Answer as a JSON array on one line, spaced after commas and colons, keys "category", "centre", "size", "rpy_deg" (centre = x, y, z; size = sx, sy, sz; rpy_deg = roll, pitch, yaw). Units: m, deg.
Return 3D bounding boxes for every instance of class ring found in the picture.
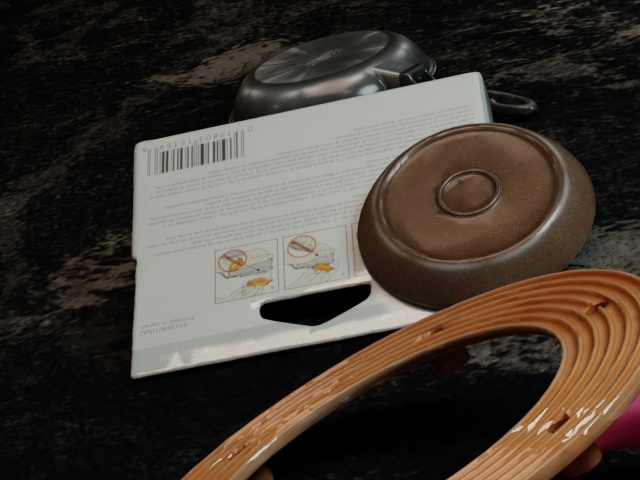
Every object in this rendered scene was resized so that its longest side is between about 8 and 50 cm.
[{"category": "ring", "centre": [0.038, 0.117, 1.051], "size": [0.336, 0.032, 0.336], "rpy_deg": [-29, 13, 7]}]

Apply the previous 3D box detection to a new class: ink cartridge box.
[{"category": "ink cartridge box", "centre": [0.000, 0.000, 1.423], "size": [0.275, 0.060, 0.239], "rpy_deg": [-11, 47, 9]}]

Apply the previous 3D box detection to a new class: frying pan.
[{"category": "frying pan", "centre": [0.031, -0.130, 1.728], "size": [0.197, 0.053, 0.326], "rpy_deg": [-23, 20, -15]}]

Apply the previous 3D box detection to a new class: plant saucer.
[{"category": "plant saucer", "centre": [0.104, -0.025, 1.352], "size": [0.168, 0.029, 0.168], "rpy_deg": [-10, 47, 11]}]

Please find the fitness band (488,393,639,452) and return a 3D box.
[{"category": "fitness band", "centre": [0.152, 0.159, 0.954], "size": [0.209, 0.054, 0.291], "rpy_deg": [-2, 27, 29]}]
